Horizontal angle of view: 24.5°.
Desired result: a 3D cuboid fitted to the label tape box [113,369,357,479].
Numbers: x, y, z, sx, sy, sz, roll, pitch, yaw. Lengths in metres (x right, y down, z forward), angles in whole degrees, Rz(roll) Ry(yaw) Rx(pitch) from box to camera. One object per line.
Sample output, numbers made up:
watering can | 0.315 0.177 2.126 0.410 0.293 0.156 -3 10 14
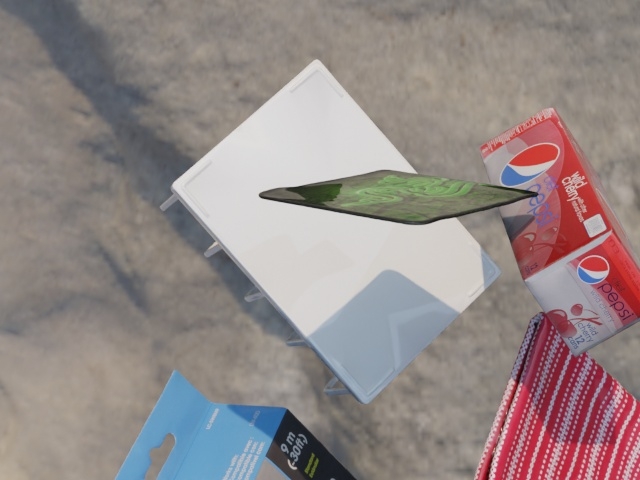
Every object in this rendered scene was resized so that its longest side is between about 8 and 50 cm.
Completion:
label tape box | -0.080 0.335 1.774 0.106 0.240 0.334 -23 118 39

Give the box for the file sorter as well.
file sorter | 0.000 0.000 1.485 0.193 0.173 0.278 -43 94 -15

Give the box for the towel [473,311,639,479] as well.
towel | 0.245 0.214 1.369 0.031 0.199 0.275 1 150 44

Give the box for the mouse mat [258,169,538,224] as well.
mouse mat | 0.063 -0.036 1.145 0.152 0.189 0.007 11 103 35

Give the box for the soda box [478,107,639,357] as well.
soda box | 0.209 -0.016 1.265 0.083 0.263 0.092 -31 115 13
